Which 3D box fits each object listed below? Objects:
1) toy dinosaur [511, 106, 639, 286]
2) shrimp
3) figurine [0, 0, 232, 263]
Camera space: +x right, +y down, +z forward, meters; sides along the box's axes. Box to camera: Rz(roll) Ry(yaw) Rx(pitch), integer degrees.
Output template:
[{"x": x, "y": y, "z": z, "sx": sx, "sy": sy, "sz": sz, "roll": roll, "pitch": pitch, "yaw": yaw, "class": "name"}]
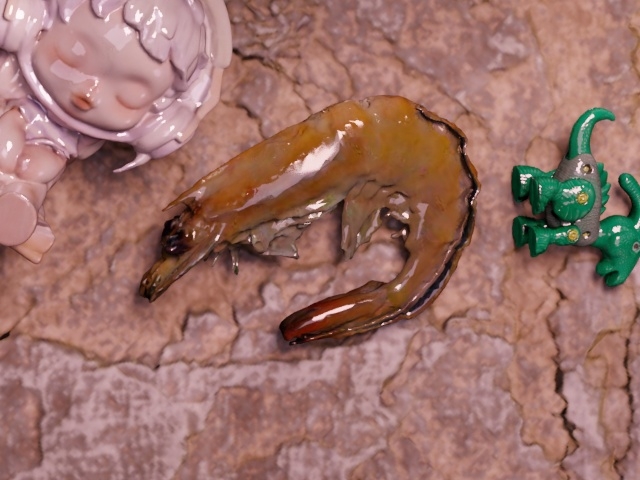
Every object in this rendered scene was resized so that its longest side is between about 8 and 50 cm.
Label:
[{"x": 0.190, "y": -0.030, "z": 1.256, "sx": 0.096, "sy": 0.059, "sz": 0.132, "roll": -2, "pitch": 106, "yaw": -14, "class": "toy dinosaur"}, {"x": 0.000, "y": 0.000, "z": 1.240, "sx": 0.253, "sy": 0.058, "sz": 0.173, "roll": -34, "pitch": 107, "yaw": -3, "class": "shrimp"}, {"x": -0.156, "y": -0.108, "z": 1.161, "sx": 0.237, "sy": 0.141, "sz": 0.162, "roll": -45, "pitch": 112, "yaw": -1, "class": "figurine"}]
